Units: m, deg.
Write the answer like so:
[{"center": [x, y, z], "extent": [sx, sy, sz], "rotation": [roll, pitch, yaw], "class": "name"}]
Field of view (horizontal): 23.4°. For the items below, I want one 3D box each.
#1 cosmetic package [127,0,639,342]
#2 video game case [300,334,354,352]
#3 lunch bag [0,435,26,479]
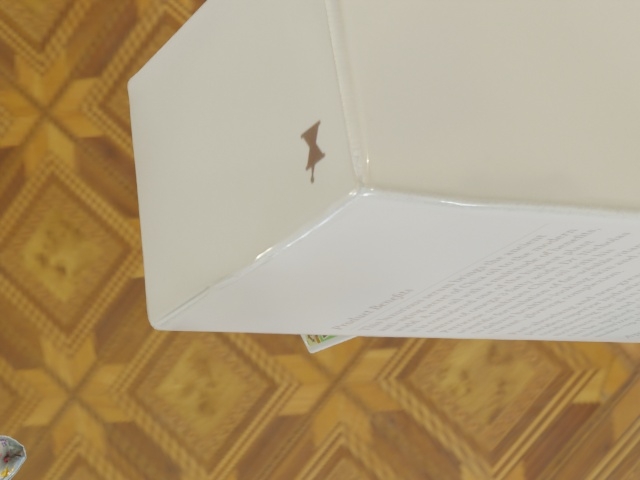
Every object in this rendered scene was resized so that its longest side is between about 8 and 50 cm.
[{"center": [0.144, -0.045, 0.898], "extent": [0.230, 0.453, 0.161], "rotation": [-33, 60, 53], "class": "cosmetic package"}, {"center": [0.000, 0.000, 1.596], "extent": [0.193, 0.023, 0.212], "rotation": [-26, 90, 54], "class": "video game case"}, {"center": [-0.296, 0.192, 1.297], "extent": [0.071, 0.083, 0.053], "rotation": [-19, 82, 44], "class": "lunch bag"}]
